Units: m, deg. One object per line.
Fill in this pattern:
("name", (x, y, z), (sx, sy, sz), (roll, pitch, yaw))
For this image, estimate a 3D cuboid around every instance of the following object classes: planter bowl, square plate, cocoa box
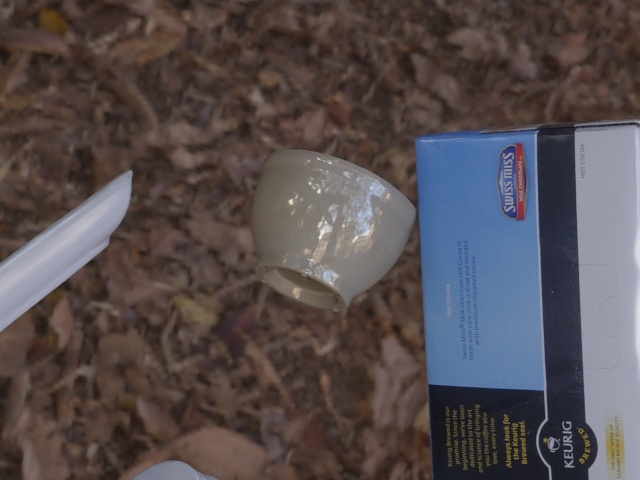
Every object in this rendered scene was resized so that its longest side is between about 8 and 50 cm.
("planter bowl", (0.000, 0.000, 1.420), (0.162, 0.162, 0.109), (22, 70, 4))
("square plate", (-0.327, 0.077, 1.393), (0.344, 0.347, 0.049), (-41, 95, -18))
("cocoa box", (0.244, 0.058, 1.451), (0.228, 0.347, 0.231), (-1, 5, 30))

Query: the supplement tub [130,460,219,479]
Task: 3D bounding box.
("supplement tub", (-0.122, 0.337, 1.568), (0.200, 0.144, 0.144), (50, 23, -35))
